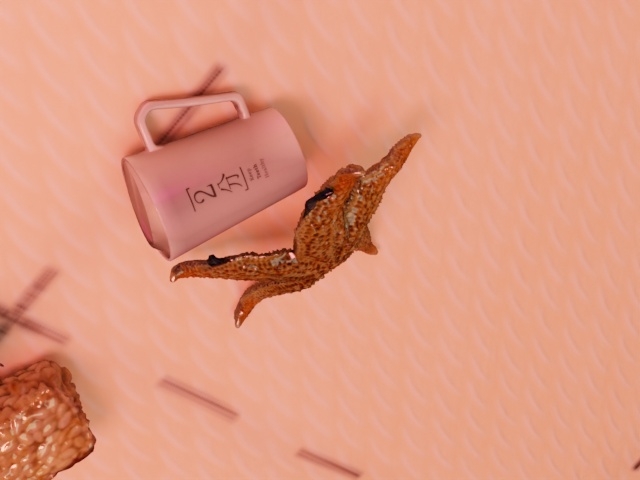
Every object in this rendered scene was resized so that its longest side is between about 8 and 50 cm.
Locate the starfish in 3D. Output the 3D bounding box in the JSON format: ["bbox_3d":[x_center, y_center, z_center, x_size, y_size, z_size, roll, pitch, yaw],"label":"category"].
[{"bbox_3d":[0.000,0.000,1.049,0.208,0.053,0.176,-36,164,27],"label":"starfish"}]

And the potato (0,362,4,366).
[{"bbox_3d":[-0.276,0.071,0.952,0.122,0.086,0.061,32,91,-39],"label":"potato"}]

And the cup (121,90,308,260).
[{"bbox_3d":[-0.078,-0.054,0.982,0.116,0.074,0.104,-26,104,-15],"label":"cup"}]

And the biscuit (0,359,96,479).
[{"bbox_3d":[-0.244,0.151,1.035,0.168,0.070,0.082,-29,136,-11],"label":"biscuit"}]
